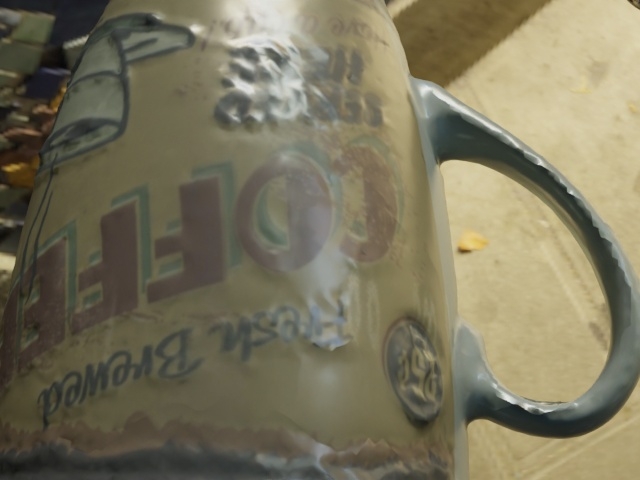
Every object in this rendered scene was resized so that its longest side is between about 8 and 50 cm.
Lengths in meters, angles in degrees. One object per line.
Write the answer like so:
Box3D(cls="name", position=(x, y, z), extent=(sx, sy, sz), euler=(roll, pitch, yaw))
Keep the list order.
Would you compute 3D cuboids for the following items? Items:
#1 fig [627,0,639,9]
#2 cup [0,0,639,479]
Box3D(cls="fig", position=(0.260, -0.212, 1.013), extent=(0.083, 0.050, 0.050), euler=(34, 105, 37))
Box3D(cls="cup", position=(0.000, 0.000, 0.590), extent=(0.301, 0.227, 0.257), euler=(1, 80, 10))
